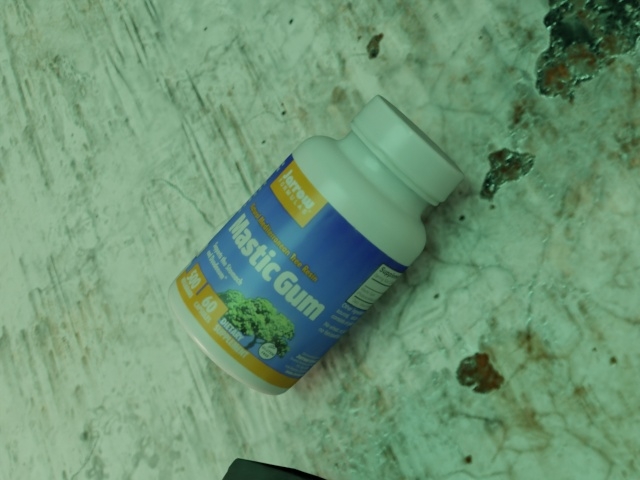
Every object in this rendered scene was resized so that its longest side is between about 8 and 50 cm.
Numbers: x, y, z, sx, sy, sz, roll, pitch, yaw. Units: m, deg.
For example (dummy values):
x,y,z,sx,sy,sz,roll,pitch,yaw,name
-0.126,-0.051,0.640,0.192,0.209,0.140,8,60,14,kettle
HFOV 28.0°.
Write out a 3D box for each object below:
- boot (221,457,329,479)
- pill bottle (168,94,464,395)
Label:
x,y,z,sx,sy,sz,roll,pitch,yaw,name
0.059,0.393,0.993,0.445,0.146,0.367,14,68,30,boot
0.000,0.000,1.187,0.272,0.152,0.152,-47,54,10,pill bottle
